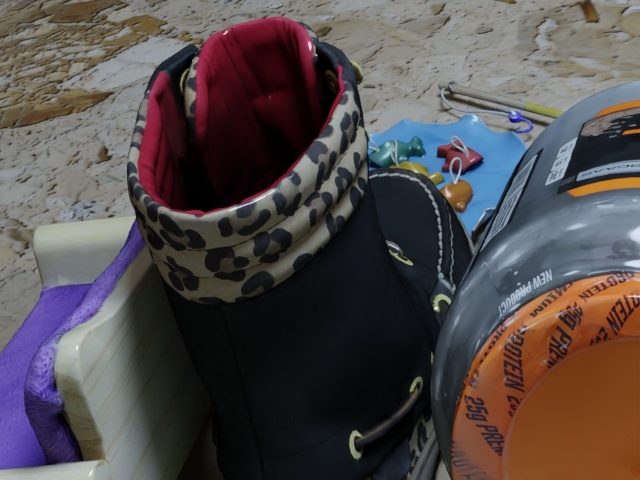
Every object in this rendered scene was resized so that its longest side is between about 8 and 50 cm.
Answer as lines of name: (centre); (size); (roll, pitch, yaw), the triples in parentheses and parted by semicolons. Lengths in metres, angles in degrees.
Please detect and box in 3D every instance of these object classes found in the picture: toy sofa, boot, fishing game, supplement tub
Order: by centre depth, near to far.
supplement tub: (0.172, 0.049, 0.973); (0.207, 0.207, 0.338); (-5, 17, 14)
toy sofa: (-0.142, 0.077, 1.095); (0.150, 0.177, 0.362); (-7, 22, 14)
boot: (0.000, 0.000, 1.109); (0.138, 0.284, 0.377); (-1, 37, 19)
fishing game: (0.061, -0.046, 1.387); (0.264, 0.041, 0.189); (-35, 36, -27)
